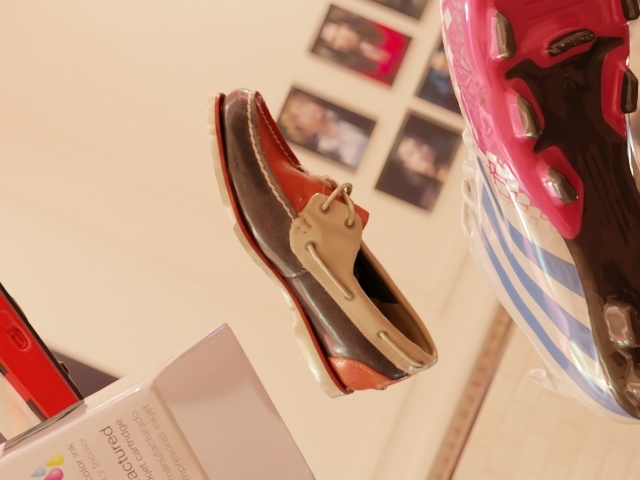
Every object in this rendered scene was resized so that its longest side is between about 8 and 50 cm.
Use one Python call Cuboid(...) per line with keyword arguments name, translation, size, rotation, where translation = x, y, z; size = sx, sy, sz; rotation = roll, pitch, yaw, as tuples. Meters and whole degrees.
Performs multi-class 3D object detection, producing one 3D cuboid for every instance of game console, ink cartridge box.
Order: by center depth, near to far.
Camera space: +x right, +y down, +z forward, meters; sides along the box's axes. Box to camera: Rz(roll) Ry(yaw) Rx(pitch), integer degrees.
Cuboid(name="ink cartridge box", translation=(-0.153, 0.218, 1.138), size=(0.270, 0.198, 0.197), rotation=(-29, 2, 14))
Cuboid(name="game console", translation=(-0.264, 0.150, 1.517), size=(0.060, 0.342, 0.386), rotation=(-40, -7, -17))

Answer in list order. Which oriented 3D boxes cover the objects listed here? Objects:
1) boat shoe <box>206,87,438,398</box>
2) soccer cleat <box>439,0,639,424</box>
Cuboid(name="boat shoe", translation=(0.000, 0.000, 0.594), size=(0.049, 0.043, 0.137), rotation=(-76, -35, -55))
Cuboid(name="soccer cleat", translation=(0.117, -0.043, 0.912), size=(0.116, 0.331, 0.143), rotation=(-30, 20, -28))
